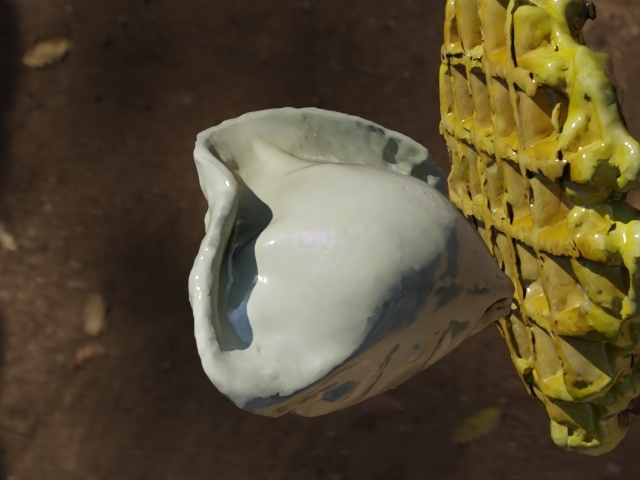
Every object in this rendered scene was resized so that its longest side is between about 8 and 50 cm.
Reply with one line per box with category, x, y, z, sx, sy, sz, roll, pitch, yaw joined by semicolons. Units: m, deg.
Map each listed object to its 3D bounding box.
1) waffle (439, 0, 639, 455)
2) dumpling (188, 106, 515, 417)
waffle;0.167;-0.045;1.501;0.095;0.382;0.380;-13;51;-8
dumpling;-0.001;0.000;0.813;0.169;0.100;0.134;-27;78;-27
